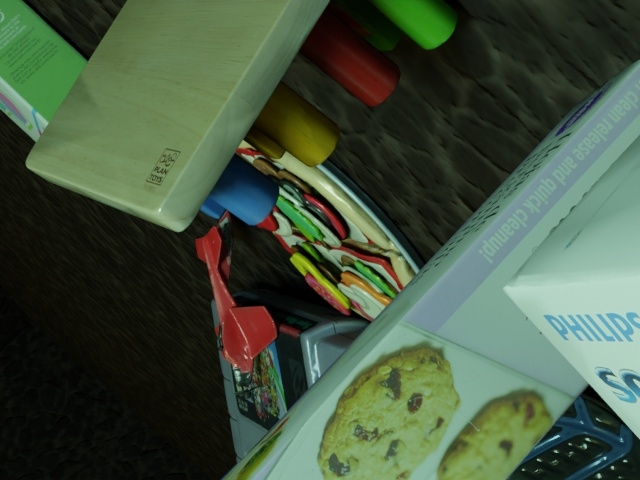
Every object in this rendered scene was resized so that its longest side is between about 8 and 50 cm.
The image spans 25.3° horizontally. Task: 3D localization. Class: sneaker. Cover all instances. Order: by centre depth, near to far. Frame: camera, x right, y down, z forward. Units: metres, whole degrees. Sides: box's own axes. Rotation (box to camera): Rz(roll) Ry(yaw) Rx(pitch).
[{"bbox_3d":[0.191,0.138,0.752,0.081,0.080,0.211,28,-178,-46],"label":"sneaker"}]

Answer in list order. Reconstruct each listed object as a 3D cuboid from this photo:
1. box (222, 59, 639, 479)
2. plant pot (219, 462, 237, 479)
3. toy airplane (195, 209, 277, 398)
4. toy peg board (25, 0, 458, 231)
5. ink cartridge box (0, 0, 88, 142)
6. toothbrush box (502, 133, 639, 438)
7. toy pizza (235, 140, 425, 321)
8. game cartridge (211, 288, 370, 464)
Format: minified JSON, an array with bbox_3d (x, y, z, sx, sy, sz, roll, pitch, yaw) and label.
[{"bbox_3d":[0.024,0.069,0.481,0.067,0.324,0.063,46,162,-1],"label":"box"},{"bbox_3d":[-0.010,0.324,1.484,0.236,0.236,0.212,43,171,5],"label":"plant pot"},{"bbox_3d":[-0.071,0.050,1.118,0.151,0.028,0.151,172,90,-70],"label":"toy airplane"},{"bbox_3d":[-0.029,-0.070,0.606,0.079,0.161,0.161,35,172,-29],"label":"toy peg board"},{"bbox_3d":[-0.254,-0.152,1.155,0.209,0.062,0.109,43,166,9],"label":"ink cartridge box"},{"bbox_3d":[0.218,0.070,0.355,0.295,0.126,0.216,46,166,-7],"label":"toothbrush box"},{"bbox_3d":[0.000,0.000,0.941,0.201,0.032,0.201,41,165,14],"label":"toy pizza"},{"bbox_3d":[-0.010,0.162,1.132,0.355,0.068,0.230,-171,66,-71],"label":"game cartridge"}]
